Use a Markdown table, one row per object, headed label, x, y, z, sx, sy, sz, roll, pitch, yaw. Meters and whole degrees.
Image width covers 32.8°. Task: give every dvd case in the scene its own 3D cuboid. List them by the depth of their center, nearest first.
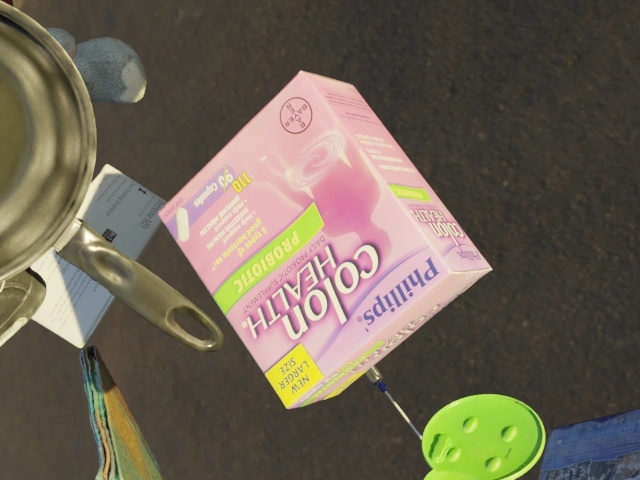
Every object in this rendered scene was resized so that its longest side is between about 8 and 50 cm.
| label | x | y | z | sx | sy | sz | roll | pitch | yaw |
| --- | --- | --- | --- | --- | --- | --- | --- | --- | --- |
| dvd case | 0.310 | 0.315 | 1.264 | 0.180 | 0.022 | 0.253 | -27 | 31 | 50 |

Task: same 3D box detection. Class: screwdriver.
| label | x | y | z | sx | sy | sz | roll | pitch | yaw |
| --- | --- | --- | --- | --- | --- | --- | --- | --- | --- |
| screwdriver | 0.109 | 0.246 | 1.701 | 0.024 | 0.025 | 0.170 | -47 | 57 | 18 |

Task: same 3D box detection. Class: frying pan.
| label | x | y | z | sx | sy | sz | roll | pitch | yaw |
| --- | --- | --- | --- | --- | --- | --- | --- | --- | --- |
| frying pan | -0.187 | -0.047 | 0.718 | 0.053 | 0.326 | 0.197 | 33 | 106 | 57 |

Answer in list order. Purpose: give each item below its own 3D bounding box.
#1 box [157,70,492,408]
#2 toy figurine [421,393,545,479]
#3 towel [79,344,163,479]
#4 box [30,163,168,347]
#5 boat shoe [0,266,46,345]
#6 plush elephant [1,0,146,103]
| label | x | y | z | sx | sy | sz | roll | pitch | yaw |
| --- | --- | --- | --- | --- | --- | --- | --- | --- | --- |
| box | 0.000 | 0.000 | 1.061 | 0.213 | 0.117 | 0.243 | -41 | 73 | 21 |
| toy figurine | 0.176 | 0.282 | 1.170 | 0.130 | 0.173 | 0.159 | 7 | 129 | 29 |
| towel | -0.269 | 0.337 | 1.556 | 0.370 | 0.040 | 0.271 | -127 | 14 | -63 |
| box | -0.320 | 0.020 | 1.540 | 0.182 | 0.119 | 0.181 | -54 | 7 | 28 |
| boat shoe | -0.348 | 0.111 | 0.849 | 0.306 | 0.105 | 0.113 | -43 | 53 | 2 |
| plush elephant | -0.328 | -0.156 | 0.998 | 0.255 | 0.330 | 0.271 | 41 | 158 | 58 |
